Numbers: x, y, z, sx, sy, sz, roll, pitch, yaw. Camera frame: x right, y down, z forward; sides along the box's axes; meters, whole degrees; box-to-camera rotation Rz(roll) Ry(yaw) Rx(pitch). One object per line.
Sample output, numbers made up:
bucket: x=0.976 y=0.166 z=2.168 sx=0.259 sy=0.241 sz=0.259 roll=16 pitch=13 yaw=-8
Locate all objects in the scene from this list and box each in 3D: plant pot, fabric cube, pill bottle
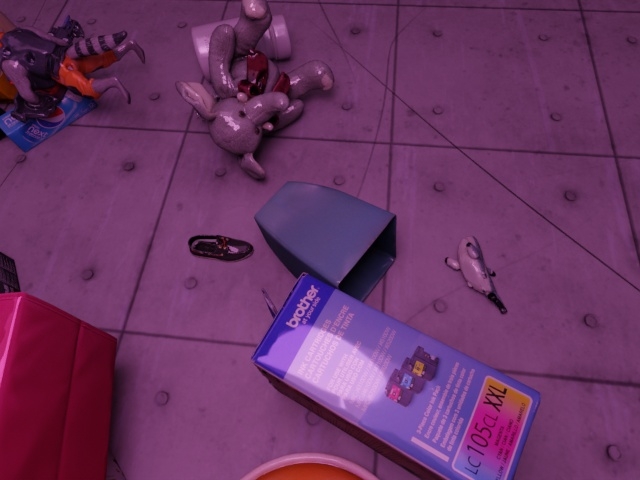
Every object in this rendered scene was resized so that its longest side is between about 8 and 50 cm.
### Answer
plant pot: x=0.000 y=0.000 z=0.807 sx=0.234 sy=0.165 sz=0.165 roll=31 pitch=69 yaw=25
fabric cube: x=-0.436 y=0.236 z=0.523 sx=0.255 sy=0.259 sz=0.258 roll=-7 pitch=65 yaw=-3
pill bottle: x=-0.196 y=-0.494 z=1.070 sx=0.230 sy=0.131 sz=0.131 roll=-15 pitch=64 yaw=-4

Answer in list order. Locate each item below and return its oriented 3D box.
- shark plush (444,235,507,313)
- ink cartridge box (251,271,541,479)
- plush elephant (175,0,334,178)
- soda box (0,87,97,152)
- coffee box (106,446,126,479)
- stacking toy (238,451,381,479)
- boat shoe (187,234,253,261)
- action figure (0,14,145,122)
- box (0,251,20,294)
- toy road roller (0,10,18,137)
shark plush: x=0.319 y=0.061 z=0.817 sx=0.067 sy=0.073 sz=0.161 roll=-11 pitch=54 yaw=-36
ink cartridge box: x=0.063 y=0.210 z=0.634 sx=0.396 sy=0.270 sz=0.151 roll=25 pitch=66 yaw=14
plush elephant: x=-0.153 y=-0.296 z=0.906 sx=0.330 sy=0.272 sz=0.255 roll=-28 pitch=48 yaw=21
soda box: x=-0.672 y=-0.316 z=1.043 sx=0.210 sy=0.067 sz=0.071 roll=-42 pitch=69 yaw=-16
coffee box: x=-0.431 y=0.377 z=0.661 sx=0.168 sy=0.118 sz=0.297 roll=-37 pitch=68 yaw=-14
stacking toy: x=-0.026 y=0.409 z=0.425 sx=0.351 sy=0.479 sz=0.350 roll=-1 pitch=63 yaw=2
boat shoe: x=-0.207 y=0.014 z=0.872 sx=0.133 sy=0.042 sz=0.048 roll=3 pitch=62 yaw=3
action figure: x=-0.593 y=-0.445 z=0.974 sx=0.331 sy=0.178 sz=0.340 roll=2 pitch=65 yaw=-9
box: x=-0.680 y=0.125 z=0.821 sx=0.148 sy=0.077 sz=0.180 roll=-25 pitch=65 yaw=-10
toy road roller: x=-0.890 y=-0.410 z=1.033 sx=0.241 sy=0.202 sz=0.329 roll=4 pitch=65 yaw=17
